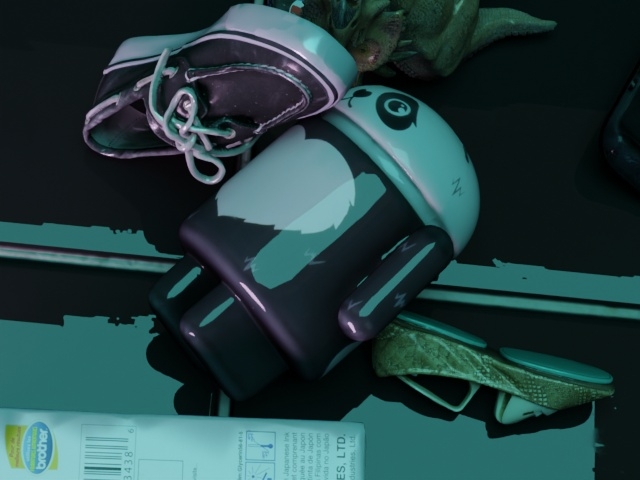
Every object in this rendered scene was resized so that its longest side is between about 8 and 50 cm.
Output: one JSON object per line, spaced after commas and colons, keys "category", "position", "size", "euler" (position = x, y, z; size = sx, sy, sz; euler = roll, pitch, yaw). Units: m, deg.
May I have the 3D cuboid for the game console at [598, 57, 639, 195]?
{"category": "game console", "position": [0.348, -0.205, 1.683], "size": [0.213, 0.044, 0.361], "euler": [35, 73, -14]}

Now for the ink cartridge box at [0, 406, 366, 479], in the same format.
{"category": "ink cartridge box", "position": [-0.168, 0.268, 1.425], "size": [0.395, 0.151, 0.270], "euler": [3, 70, -7]}

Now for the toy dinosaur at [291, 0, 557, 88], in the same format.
{"category": "toy dinosaur", "position": [0.075, -0.192, 1.606], "size": [0.296, 0.127, 0.200], "euler": [26, 69, -46]}

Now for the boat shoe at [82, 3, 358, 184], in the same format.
{"category": "boat shoe", "position": [-0.093, -0.111, 1.503], "size": [0.113, 0.306, 0.105], "euler": [45, 64, -33]}

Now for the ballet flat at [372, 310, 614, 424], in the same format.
{"category": "ballet flat", "position": [0.138, 0.114, 1.570], "size": [0.206, 0.073, 0.067], "euler": [17, 97, 2]}

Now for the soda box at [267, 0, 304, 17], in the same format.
{"category": "soda box", "position": [-0.017, -0.216, 1.665], "size": [0.060, 0.053, 0.169], "euler": [0, 71, -6]}

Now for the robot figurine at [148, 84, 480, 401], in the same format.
{"category": "robot figurine", "position": [-0.002, -0.002, 1.518], "size": [0.278, 0.173, 0.209], "euler": [-40, 76, -10]}
